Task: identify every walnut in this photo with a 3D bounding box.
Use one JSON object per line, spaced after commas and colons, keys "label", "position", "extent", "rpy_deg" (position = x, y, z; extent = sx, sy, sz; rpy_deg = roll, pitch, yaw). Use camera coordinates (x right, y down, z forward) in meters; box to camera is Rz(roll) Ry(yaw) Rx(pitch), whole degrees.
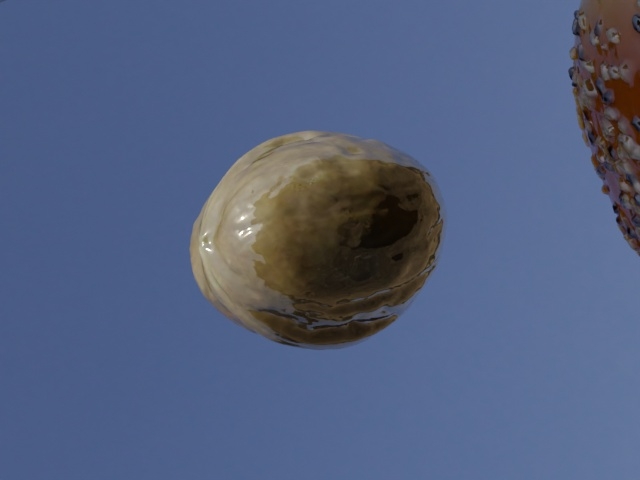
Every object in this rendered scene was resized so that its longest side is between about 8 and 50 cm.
{"label": "walnut", "position": [0.000, -0.001, 1.034], "extent": [0.162, 0.140, 0.140], "rpy_deg": [4, -92, -22]}

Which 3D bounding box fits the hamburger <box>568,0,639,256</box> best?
{"label": "hamburger", "position": [0.249, -0.055, 0.859], "extent": [0.176, 0.300, 0.300], "rpy_deg": [-28, -69, -18]}

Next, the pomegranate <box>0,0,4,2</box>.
{"label": "pomegranate", "position": [-0.240, -0.231, 0.704], "extent": [0.340, 0.285, 0.285], "rpy_deg": [-15, -79, -39]}
